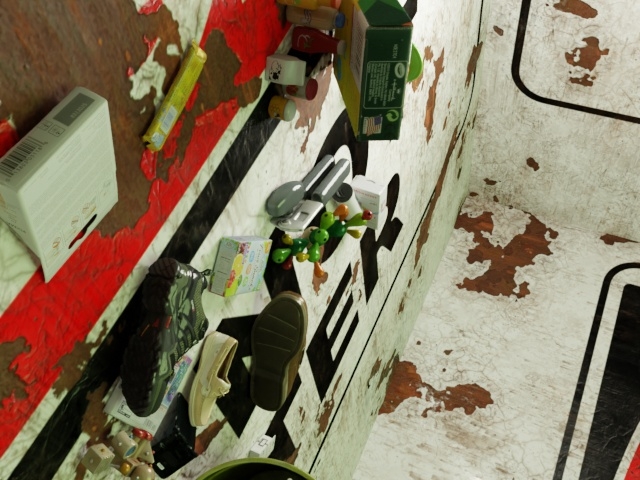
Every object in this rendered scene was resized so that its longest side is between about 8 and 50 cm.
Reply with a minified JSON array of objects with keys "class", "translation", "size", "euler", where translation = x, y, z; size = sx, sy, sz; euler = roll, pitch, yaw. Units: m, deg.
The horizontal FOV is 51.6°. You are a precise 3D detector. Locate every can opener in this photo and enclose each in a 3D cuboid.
[{"class":"can opener","translation":[-0.015,-0.105,1.349],"size":[0.280,0.074,0.093],"euler":[-50,150,-50]}]

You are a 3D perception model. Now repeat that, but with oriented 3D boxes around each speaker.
[{"class":"speaker","translation":[0.066,-0.093,1.624],"size":[0.136,0.055,0.055],"euler":[54,56,-67]}]

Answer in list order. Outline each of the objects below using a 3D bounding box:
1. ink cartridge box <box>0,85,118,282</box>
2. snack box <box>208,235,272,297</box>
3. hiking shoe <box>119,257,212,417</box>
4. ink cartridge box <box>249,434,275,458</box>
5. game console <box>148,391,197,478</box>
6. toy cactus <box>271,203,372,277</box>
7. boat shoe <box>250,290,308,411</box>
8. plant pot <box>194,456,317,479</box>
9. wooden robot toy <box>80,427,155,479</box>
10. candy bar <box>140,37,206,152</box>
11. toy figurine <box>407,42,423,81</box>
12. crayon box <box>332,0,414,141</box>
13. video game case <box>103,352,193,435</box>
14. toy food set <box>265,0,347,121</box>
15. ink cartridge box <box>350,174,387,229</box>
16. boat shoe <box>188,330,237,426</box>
[{"class":"ink cartridge box","translation":[-0.281,-0.057,0.717],"size":[0.145,0.045,0.179],"euler":[-60,176,-34]},{"class":"snack box","translation":[-0.140,0.043,1.181],"size":[0.141,0.037,0.100],"euler":[-2,110,-71]},{"class":"hiking shoe","translation":[-0.208,0.143,0.951],"size":[0.114,0.086,0.227],"euler":[17,87,-50]},{"class":"ink cartridge box","translation":[-0.142,0.508,1.606],"size":[0.083,0.028,0.048],"euler":[-36,140,-60]},{"class":"game console","translation":[-0.259,0.340,1.149],"size":[0.107,0.071,0.122],"euler":[-33,146,-16]},{"class":"toy cactus","translation":[0.000,0.000,1.393],"size":[0.219,0.112,0.180],"euler":[-35,-175,-10]},{"class":"boat shoe","translation":[-0.085,0.219,1.412],"size":[0.104,0.110,0.307],"euler":[-51,162,-56]},{"class":"plant pot","translation":[-0.108,0.617,1.373],"size":[0.353,0.366,0.367],"euler":[69,41,-79]},{"class":"wooden robot toy","translation":[-0.270,0.329,0.976],"size":[0.076,0.079,0.173],"euler":[-51,158,-10]},{"class":"candy bar","translation":[-0.189,-0.189,0.864],"size":[0.162,0.018,0.040],"euler":[-67,157,-15]},{"class":"toy figurine","translation":[0.130,-0.387,1.487],"size":[0.159,0.130,0.173],"euler":[-51,131,-28]},{"class":"crayon box","translation":[0.081,-0.342,1.171],"size":[0.319,0.081,0.202],"euler":[-102,-168,-50]},{"class":"video game case","translation":[-0.260,0.219,1.026],"size":[0.157,0.019,0.143],"euler":[70,41,-60]},{"class":"toy food set","translation":[-0.018,-0.310,1.108],"size":[0.111,0.104,0.232],"euler":[-43,145,-56]},{"class":"ink cartridge box","translation":[0.122,-0.099,1.725],"size":[0.052,0.088,0.123],"euler":[-51,152,-41]},{"class":"boat shoe","translation":[-0.187,0.249,1.170],"size":[0.063,0.059,0.170],"euler":[30,72,-74]}]
